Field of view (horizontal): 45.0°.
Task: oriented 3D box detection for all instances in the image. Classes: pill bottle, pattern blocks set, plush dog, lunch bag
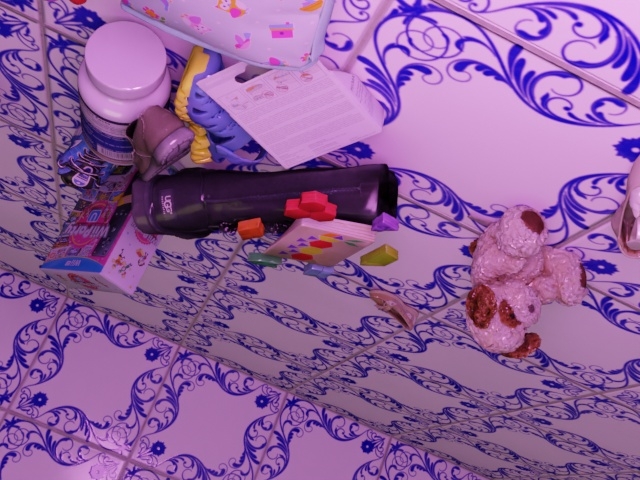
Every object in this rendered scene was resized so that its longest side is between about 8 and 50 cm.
[{"bbox_3d":[-0.332,-0.245,1.314,0.153,0.153,0.265,24,157,-6],"label":"pill bottle"},{"bbox_3d":[0.000,0.000,1.307,0.285,0.026,0.325,16,156,-30],"label":"pattern blocks set"},{"bbox_3d":[0.327,0.090,1.382,0.210,0.225,0.262,-3,147,45],"label":"plush dog"},{"bbox_3d":[-0.098,-0.329,0.923,0.262,0.160,0.223,27,156,1],"label":"lunch bag"}]

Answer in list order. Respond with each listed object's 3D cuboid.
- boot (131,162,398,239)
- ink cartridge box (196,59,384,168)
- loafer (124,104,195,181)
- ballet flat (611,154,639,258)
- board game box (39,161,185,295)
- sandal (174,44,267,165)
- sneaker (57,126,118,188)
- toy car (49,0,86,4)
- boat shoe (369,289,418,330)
[{"bbox_3d":[-0.071,-0.083,1.450,0.445,0.146,0.367,-5,-172,14],"label":"boot"},{"bbox_3d":[-0.040,-0.216,1.170,0.189,0.066,0.232,-18,137,29],"label":"ink cartridge box"},{"bbox_3d":[-0.264,-0.165,1.254,0.087,0.094,0.251,54,159,-7],"label":"loafer"},{"bbox_3d":[0.482,-0.047,1.132,0.086,0.086,0.248,14,156,17],"label":"ballet flat"},{"bbox_3d":[-0.437,-0.040,1.664,0.224,0.303,0.097,1,150,39],"label":"board game box"},{"bbox_3d":[-0.156,-0.214,1.290,0.138,0.126,0.317,16,165,5],"label":"sandal"},{"bbox_3d":[-0.448,-0.175,1.581,0.130,0.147,0.330,32,155,-22],"label":"sneaker"},{"bbox_3d":[-0.340,-0.381,1.041,0.182,0.136,0.159,15,157,15],"label":"toy car"},{"bbox_3d":[0.179,0.170,1.917,0.153,0.048,0.056,35,154,-29],"label":"boat shoe"}]
